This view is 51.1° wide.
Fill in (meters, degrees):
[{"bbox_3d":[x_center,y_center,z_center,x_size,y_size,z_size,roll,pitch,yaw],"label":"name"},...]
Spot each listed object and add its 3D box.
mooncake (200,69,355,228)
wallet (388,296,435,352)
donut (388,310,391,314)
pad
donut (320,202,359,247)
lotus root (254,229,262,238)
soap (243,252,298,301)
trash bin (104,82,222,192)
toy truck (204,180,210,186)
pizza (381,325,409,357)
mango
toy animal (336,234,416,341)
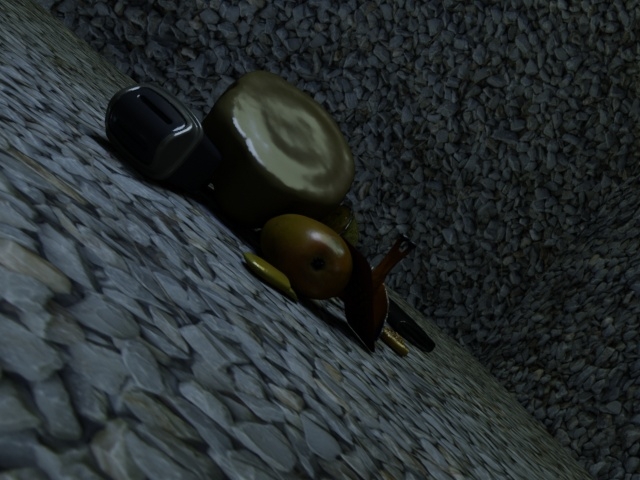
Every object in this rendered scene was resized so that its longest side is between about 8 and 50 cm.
[{"bbox_3d":[-0.135,-0.231,1.868,0.467,0.262,0.467,29,43,-30],"label":"mooncake"},{"bbox_3d":[0.275,0.276,2.610,0.228,0.062,0.406,37,4,-33],"label":"wallet"},{"bbox_3d":[0.134,0.160,2.139,0.186,0.144,0.126,15,-15,-5],"label":"donut"},{"bbox_3d":[0.091,0.134,1.656,0.181,0.004,0.267,-134,-146,-56],"label":"pad"},{"bbox_3d":[0.000,0.000,1.966,0.107,0.272,0.272,61,-6,-26],"label":"donut"},{"bbox_3d":[-0.162,-0.013,1.979,0.037,0.030,0.083,41,3,30],"label":"lotus root"},{"bbox_3d":[-0.106,0.078,1.485,0.168,0.033,0.089,38,7,-37],"label":"soap"},{"bbox_3d":[-0.362,-0.234,1.566,0.209,0.182,0.290,41,-1,14],"label":"trash bin"},{"bbox_3d":[-0.319,-0.217,2.054,0.224,0.147,0.165,33,-6,-37],"label":"toy truck"},{"bbox_3d":[0.217,0.294,2.025,0.131,0.041,0.178,38,4,-43],"label":"pizza"},{"bbox_3d":[-0.044,0.030,1.651,0.211,0.173,0.317,40,-4,-31],"label":"mango"},{"bbox_3d":[0.156,0.094,1.933,0.225,0.284,0.302,38,5,1],"label":"toy animal"}]
